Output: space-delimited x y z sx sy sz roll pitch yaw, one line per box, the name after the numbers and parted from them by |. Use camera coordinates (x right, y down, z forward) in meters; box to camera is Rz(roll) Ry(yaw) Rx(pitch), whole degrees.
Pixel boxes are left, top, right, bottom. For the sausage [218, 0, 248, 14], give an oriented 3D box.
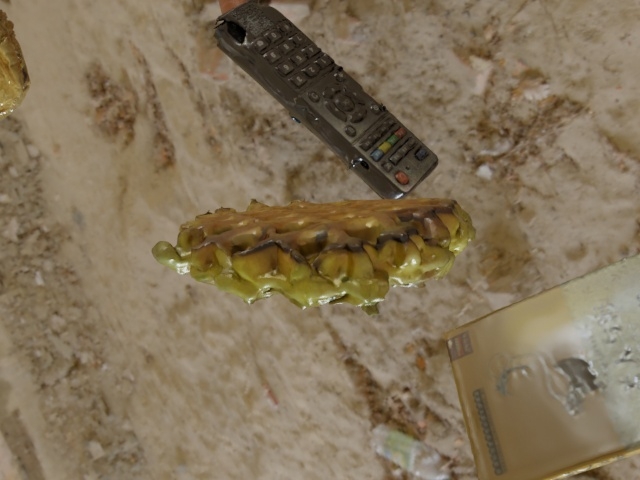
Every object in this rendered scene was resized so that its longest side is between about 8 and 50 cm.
-0.128 -0.365 1.386 0.065 0.065 0.169 -43 58 55 | sausage

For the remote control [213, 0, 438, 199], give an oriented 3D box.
0.003 -0.216 1.280 0.399 0.144 0.062 44 140 3 | remote control

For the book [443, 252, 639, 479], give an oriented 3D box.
0.365 0.163 1.084 0.032 0.389 0.269 46 -155 -42 | book

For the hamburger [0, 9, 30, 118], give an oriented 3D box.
-0.426 -0.205 0.980 0.083 0.147 0.138 -137 29 -65 | hamburger

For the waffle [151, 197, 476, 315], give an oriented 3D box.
0.000 0.000 0.654 0.237 0.243 0.059 0 101 22 | waffle
